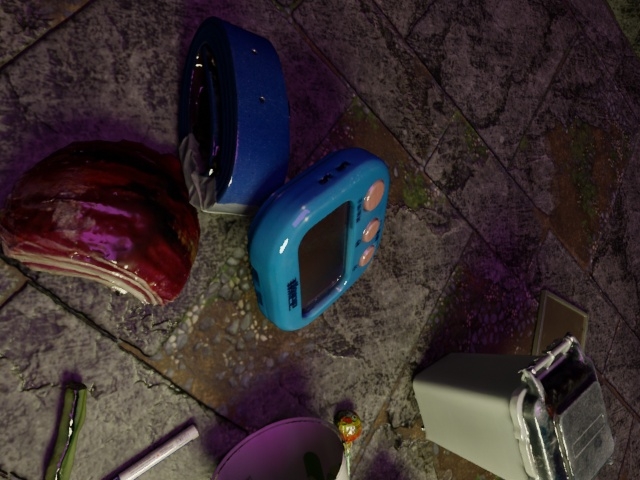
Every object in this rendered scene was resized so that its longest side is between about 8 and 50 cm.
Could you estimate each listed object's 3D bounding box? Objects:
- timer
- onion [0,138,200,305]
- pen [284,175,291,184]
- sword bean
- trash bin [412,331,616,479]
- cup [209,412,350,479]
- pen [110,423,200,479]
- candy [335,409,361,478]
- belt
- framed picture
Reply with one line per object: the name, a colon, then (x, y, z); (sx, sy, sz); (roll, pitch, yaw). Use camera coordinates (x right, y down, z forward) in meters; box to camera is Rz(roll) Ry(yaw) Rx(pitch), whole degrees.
timer: (0.000, 0.000, 0.863); (0.115, 0.340, 0.309); (35, 58, 26)
onion: (-0.336, -0.058, 0.749); (0.314, 0.146, 0.280); (19, 71, -23)
pen: (-0.107, -0.155, 0.963); (0.218, 0.026, 0.026); (44, 65, -19)
sword bean: (-0.414, 0.362, 0.715); (0.043, 0.038, 0.269); (19, 77, -34)
trash bin: (0.398, 0.356, 1.005); (0.255, 0.367, 0.296); (-22, 98, -32)
cup: (-0.038, 0.502, 0.813); (0.253, 0.253, 0.274); (-25, 104, -30)
pen: (-0.303, 0.387, 0.785); (0.204, 0.025, 0.025); (-29, 99, -29)
candy: (0.060, 0.467, 0.983); (0.060, 0.060, 0.201); (0, 92, -31)
belt: (-0.163, -0.217, 0.817); (0.117, 0.212, 0.347); (4, 74, -43)
framed picture: (0.736, 0.349, 1.407); (0.247, 0.022, 0.335); (25, 72, -27)
